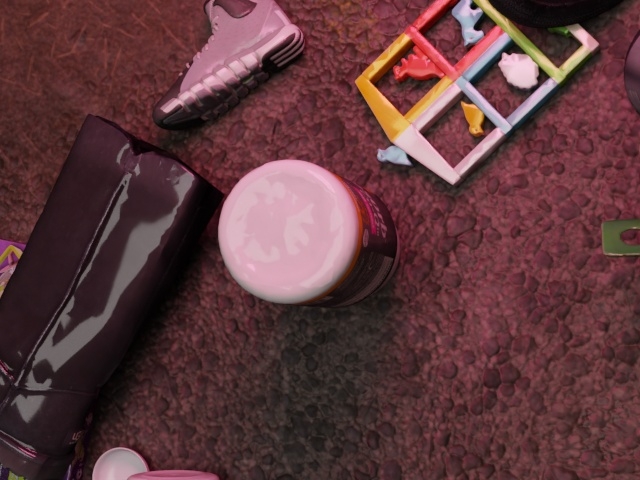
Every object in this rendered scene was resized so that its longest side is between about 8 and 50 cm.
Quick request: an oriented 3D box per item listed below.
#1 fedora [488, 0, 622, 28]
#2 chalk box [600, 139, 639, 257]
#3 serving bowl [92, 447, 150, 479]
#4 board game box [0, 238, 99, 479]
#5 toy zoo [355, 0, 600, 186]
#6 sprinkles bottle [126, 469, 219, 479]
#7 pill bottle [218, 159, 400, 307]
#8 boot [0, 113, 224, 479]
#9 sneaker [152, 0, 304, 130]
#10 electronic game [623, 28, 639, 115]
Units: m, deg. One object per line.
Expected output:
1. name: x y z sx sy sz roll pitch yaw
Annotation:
1. fedora: 0.290 -0.421 1.360 0.334 0.334 0.152 -47 44 9
2. chalk box: 0.453 -0.025 1.256 0.289 0.180 0.179 -17 112 18
3. serving bowl: -0.264 0.320 1.563 0.083 0.027 0.083 -1 86 17
4. board game box: -0.404 0.181 1.611 0.208 0.056 0.346 11 89 14
5. toy zoo: 0.179 -0.205 1.466 0.293 0.030 0.192 -44 75 9
6. sprinkles bottle: -0.190 0.476 1.478 0.121 0.121 0.355 -1 86 17
7. pill bottle: 0.000 0.000 1.375 0.162 0.278 0.162 -1 86 17
8. boot: -0.383 0.032 1.514 0.367 0.146 0.445 29 98 8
9. sneaker: -0.143 -0.251 1.553 0.229 0.086 0.132 -31 72 2
10. electronic game: 0.456 -0.191 1.293 0.229 0.229 0.048 -4 48 17
